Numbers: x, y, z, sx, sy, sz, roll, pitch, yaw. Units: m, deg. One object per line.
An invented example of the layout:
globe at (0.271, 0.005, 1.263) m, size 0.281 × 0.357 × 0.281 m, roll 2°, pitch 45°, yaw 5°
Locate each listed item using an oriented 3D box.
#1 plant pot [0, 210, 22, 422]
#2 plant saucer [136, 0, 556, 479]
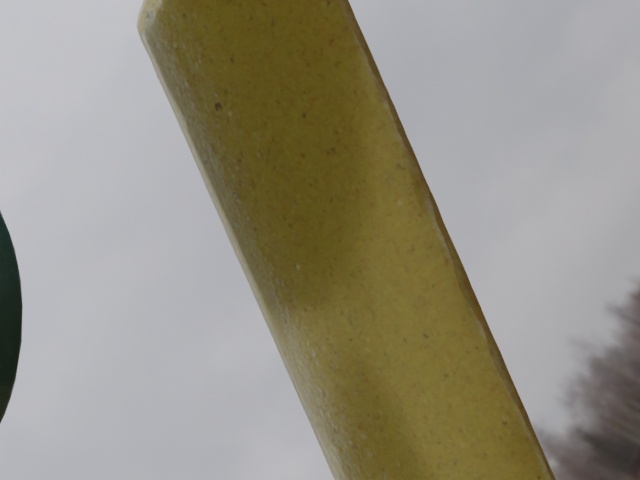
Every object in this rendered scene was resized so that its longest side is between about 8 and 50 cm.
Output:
plant pot at (-0.246, 0.027, 0.486) m, size 0.272 × 0.271 × 0.255 m, roll -64°, pitch -23°, yaw 5°
plant saucer at (0.000, 0.000, 0.696) m, size 0.081 × 0.333 × 0.333 m, roll -23°, pitch 2°, yaw -2°
